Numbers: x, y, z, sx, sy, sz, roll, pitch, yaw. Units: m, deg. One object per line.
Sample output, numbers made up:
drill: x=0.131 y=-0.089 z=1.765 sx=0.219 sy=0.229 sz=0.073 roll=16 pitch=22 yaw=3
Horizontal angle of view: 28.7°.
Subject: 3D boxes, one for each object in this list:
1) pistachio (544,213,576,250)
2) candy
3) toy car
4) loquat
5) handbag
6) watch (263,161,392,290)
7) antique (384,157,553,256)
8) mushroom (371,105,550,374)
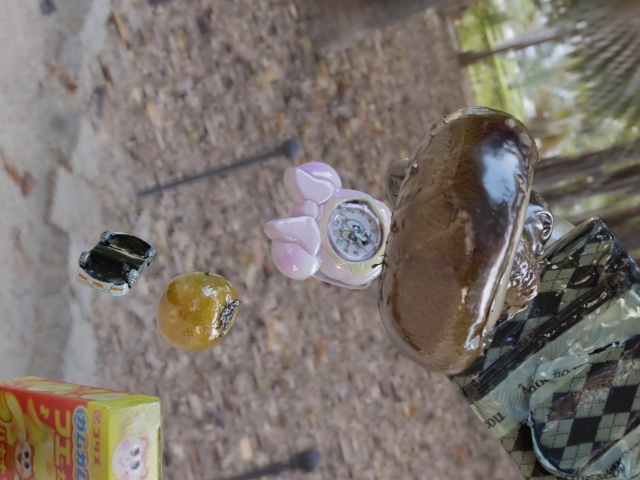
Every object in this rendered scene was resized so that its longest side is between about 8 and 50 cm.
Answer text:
pistachio: x=0.331 y=0.021 z=1.900 sx=0.237 sy=0.137 sz=0.153 roll=17 pitch=45 yaw=-46
candy: x=-0.310 y=0.252 z=1.539 sx=0.088 sy=0.276 sz=0.146 roll=-2 pitch=94 yaw=-47
toy car: x=-0.330 y=0.037 z=2.024 sx=0.205 sy=0.095 sz=0.056 roll=-67 pitch=176 yaw=-72
loquat: x=-0.205 y=0.115 z=2.074 sx=0.141 sy=0.141 sz=0.141 roll=-16 pitch=90 yaw=-78
handbag: x=0.385 y=0.202 z=1.642 sx=0.416 sy=0.316 sz=0.180 roll=53 pitch=13 yaw=4
watch: x=0.000 y=0.000 z=2.234 sx=0.217 sy=0.248 sz=0.211 roll=-26 pitch=-139 yaw=67
antique: x=0.199 y=-0.044 z=1.588 sx=0.257 sy=0.143 sz=0.121 roll=-140 pitch=-141 yaw=-61
mushroom: x=0.150 y=-0.002 z=1.344 sx=0.278 sy=0.163 sz=0.297 roll=65 pitch=39 yaw=-57
